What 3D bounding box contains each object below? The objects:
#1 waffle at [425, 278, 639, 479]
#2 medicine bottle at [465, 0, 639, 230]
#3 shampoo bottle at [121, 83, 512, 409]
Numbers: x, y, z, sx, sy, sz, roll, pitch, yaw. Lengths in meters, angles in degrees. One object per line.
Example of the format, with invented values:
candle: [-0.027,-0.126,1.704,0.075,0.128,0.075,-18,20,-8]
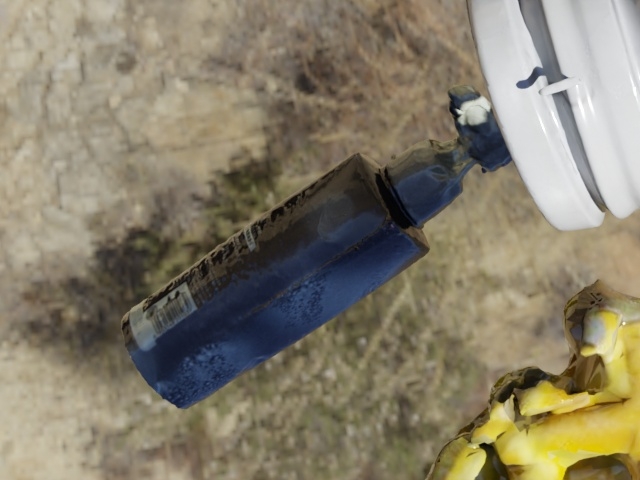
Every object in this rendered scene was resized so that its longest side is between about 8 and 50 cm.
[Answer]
waffle: [0.161,0.099,0.490,0.280,0.262,0.060,-52,149,-7]
medicine bottle: [0.157,-0.077,0.452,0.215,0.135,0.135,-18,145,18]
shampoo bottle: [0.001,0.001,0.736,0.208,0.057,0.063,-35,152,13]
